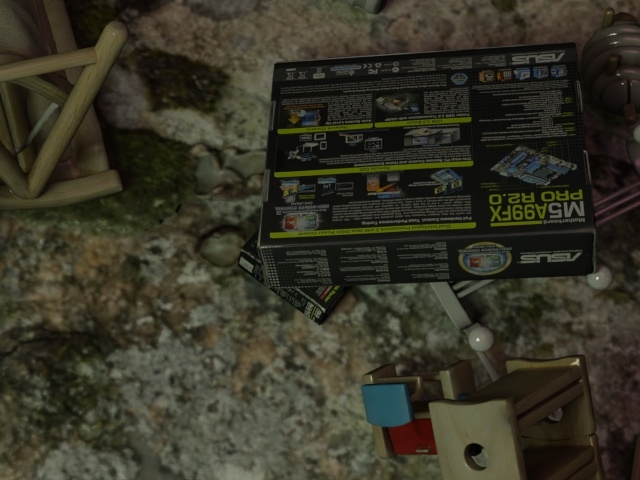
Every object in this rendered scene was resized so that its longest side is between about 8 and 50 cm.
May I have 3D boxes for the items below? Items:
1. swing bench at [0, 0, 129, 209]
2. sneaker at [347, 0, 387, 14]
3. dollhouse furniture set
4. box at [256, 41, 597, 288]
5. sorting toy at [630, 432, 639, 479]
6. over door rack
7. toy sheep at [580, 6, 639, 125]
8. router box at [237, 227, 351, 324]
[{"bbox_3d":[-0.267,-0.185,1.138,0.165,0.254,0.253,-13,67,-16],"label":"swing bench"},{"bbox_3d":[0.045,-0.362,1.361,0.115,0.105,0.281,17,63,-2],"label":"sneaker"},{"bbox_3d":[0.103,0.169,1.062,0.129,0.184,0.129,-18,99,-53],"label":"dollhouse furniture set"},{"bbox_3d":[0.089,-0.066,1.171,0.270,0.060,0.216,-3,51,7],"label":"box"},{"bbox_3d":[0.352,0.257,1.132,0.208,0.038,0.193,6,62,18],"label":"sorting toy"},{"bbox_3d":[0.251,0.081,1.147,0.239,0.108,0.324,-27,69,-2],"label":"over door rack"},{"bbox_3d":[0.289,-0.164,1.320,0.091,0.091,0.132,12,56,-4],"label":"toy sheep"},{"bbox_3d":[0.000,0.000,1.217,0.092,0.038,0.122,36,64,9],"label":"router box"}]
